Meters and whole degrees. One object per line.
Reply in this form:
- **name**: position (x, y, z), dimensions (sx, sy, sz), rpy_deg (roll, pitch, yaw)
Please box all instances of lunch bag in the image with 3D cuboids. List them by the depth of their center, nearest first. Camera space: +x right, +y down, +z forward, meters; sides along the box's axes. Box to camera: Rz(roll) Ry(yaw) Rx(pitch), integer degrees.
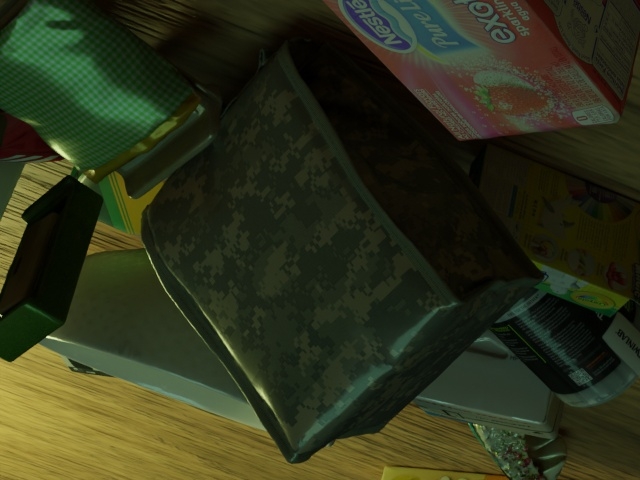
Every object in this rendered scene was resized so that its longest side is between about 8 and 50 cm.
- **lunch bag**: position (0.000, 0.000, 1.573), dimensions (0.169, 0.287, 0.235), rpy_deg (-14, 152, -53)

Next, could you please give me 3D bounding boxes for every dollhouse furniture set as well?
- **dollhouse furniture set**: position (-0.246, -0.056, 1.571), dimensions (0.198, 0.151, 0.301), rpy_deg (34, 138, -22)

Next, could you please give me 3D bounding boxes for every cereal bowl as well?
- **cereal bowl**: position (-0.120, 0.093, 1.927), dimensions (0.339, 0.141, 0.339), rpy_deg (20, 171, 3)

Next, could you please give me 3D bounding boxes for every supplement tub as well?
- **supplement tub**: position (0.210, 0.055, 1.720), dimensions (0.190, 0.117, 0.117), rpy_deg (44, 144, -23)

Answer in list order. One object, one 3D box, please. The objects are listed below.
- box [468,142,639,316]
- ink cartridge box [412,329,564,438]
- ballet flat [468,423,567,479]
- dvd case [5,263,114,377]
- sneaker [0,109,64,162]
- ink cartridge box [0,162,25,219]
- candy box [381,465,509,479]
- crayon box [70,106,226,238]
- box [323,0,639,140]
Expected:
- **box**: position (0.210, -0.005, 1.635), dimensions (0.179, 0.105, 0.043), rpy_deg (21, 147, -9)
- **ink cartridge box**: position (0.171, 0.141, 1.905), dimensions (0.148, 0.085, 0.203), rpy_deg (11, 172, 13)
- **ballet flat**: position (0.236, 0.236, 2.126), dimensions (0.077, 0.091, 0.241), rpy_deg (-18, 147, 15)
- **dvd case**: position (-0.245, 0.103, 2.189), dimensions (0.179, 0.029, 0.238), rpy_deg (8, 152, 17)
- **sneaker**: position (-0.254, -0.136, 1.706), dimensions (0.128, 0.087, 0.221), rpy_deg (4, 158, -45)
- **ink cartridge box**: position (-0.423, -0.061, 1.729), dimensions (0.275, 0.238, 0.060), rpy_deg (33, 155, -32)
- **candy box**: position (0.214, 0.387, 2.311), dimensions (0.317, 0.182, 0.087), rpy_deg (2, 150, 26)
- **crayon box**: position (-0.083, -0.041, 1.756), dimensions (0.278, 0.081, 0.165), rpy_deg (23, 153, -14)
- **box**: position (0.088, -0.210, 1.252), dimensions (0.142, 0.154, 0.300), rpy_deg (-6, 147, 38)
